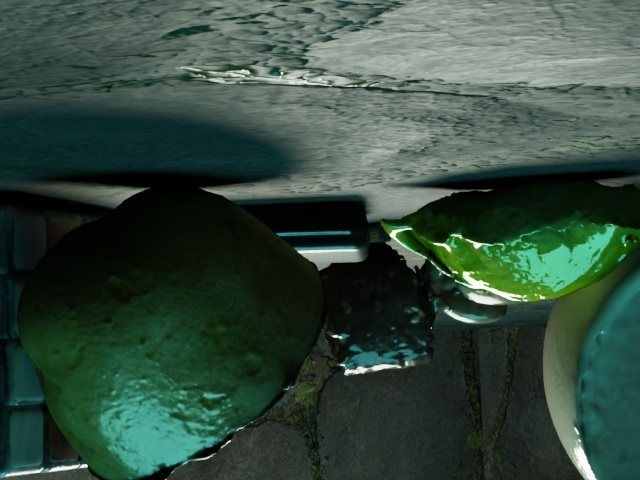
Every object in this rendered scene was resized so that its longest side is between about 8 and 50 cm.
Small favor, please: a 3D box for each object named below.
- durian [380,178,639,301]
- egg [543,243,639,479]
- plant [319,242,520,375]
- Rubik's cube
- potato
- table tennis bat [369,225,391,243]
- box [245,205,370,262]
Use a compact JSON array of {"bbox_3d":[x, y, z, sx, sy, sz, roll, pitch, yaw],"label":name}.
[{"bbox_3d":[0.192,-0.007,1.633,0.250,0.101,0.139,-5,138,29],"label":"durian"},{"bbox_3d":[0.403,0.118,1.819,0.354,0.354,0.340,-2,-170,-1],"label":"egg"},{"bbox_3d":[0.126,0.057,2.039,0.275,0.149,0.146,-18,-144,2],"label":"plant"},{"bbox_3d":[-0.339,0.101,1.693,0.256,0.259,0.253,-3,176,25],"label":"Rubik's cube"},{"bbox_3d":[-0.150,0.065,1.539,0.285,0.242,0.242,-36,173,0],"label":"potato"},{"bbox_3d":[0.000,0.000,2.002,0.130,0.019,0.220,2,175,-42],"label":"table tennis bat"},{"bbox_3d":[-0.064,-0.003,1.787,0.230,0.050,0.160,-2,175,3],"label":"box"}]
